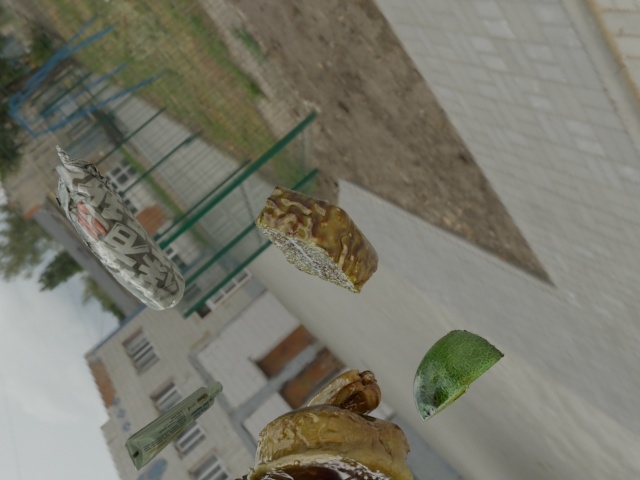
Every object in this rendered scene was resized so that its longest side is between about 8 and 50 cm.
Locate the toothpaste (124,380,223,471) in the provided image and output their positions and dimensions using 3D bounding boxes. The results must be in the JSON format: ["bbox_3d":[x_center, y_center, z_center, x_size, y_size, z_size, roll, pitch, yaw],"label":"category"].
[{"bbox_3d":[-0.276,0.345,1.656,0.037,0.255,0.067,-2,113,38],"label":"toothpaste"}]

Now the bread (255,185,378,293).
[{"bbox_3d":[0.000,0.000,1.525,0.181,0.096,0.222,19,162,32],"label":"bread"}]

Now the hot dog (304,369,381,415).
[{"bbox_3d":[0.044,0.332,1.762,0.102,0.076,0.249,39,130,-5],"label":"hot dog"}]

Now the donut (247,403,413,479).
[{"bbox_3d":[0.025,0.420,1.656,0.329,0.160,0.330,5,149,3],"label":"donut"}]

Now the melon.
[{"bbox_3d":[0.267,0.300,1.911,0.129,0.169,0.265,50,148,14],"label":"melon"}]

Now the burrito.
[{"bbox_3d":[-0.420,-0.012,1.774,0.139,0.101,0.445,-86,-28,-48],"label":"burrito"}]

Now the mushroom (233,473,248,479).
[{"bbox_3d":[-0.166,0.545,1.823,0.109,0.126,0.085,-15,100,46],"label":"mushroom"}]
